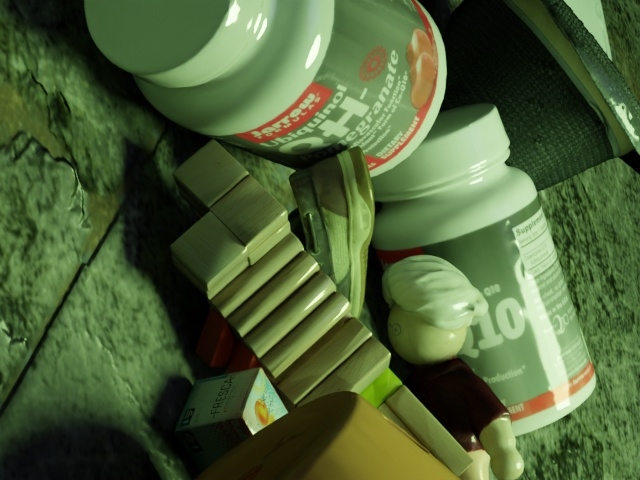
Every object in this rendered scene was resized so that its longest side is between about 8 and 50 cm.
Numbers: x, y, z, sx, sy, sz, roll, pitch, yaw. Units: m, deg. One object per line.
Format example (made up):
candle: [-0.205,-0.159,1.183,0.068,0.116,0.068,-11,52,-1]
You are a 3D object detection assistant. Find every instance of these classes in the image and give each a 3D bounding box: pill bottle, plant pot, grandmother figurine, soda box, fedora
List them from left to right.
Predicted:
pill bottle: [-0.042,-0.157,1.522,0.318,0.176,0.176,18,62,-60]
soda box: [-0.038,0.185,1.494,0.183,0.063,0.058,62,29,-29]
plant pot: [0.001,0.241,1.341,0.203,0.291,0.291,53,30,-7]
grandmother figurine: [0.112,0.181,1.691,0.104,0.208,0.342,-7,86,-33]
pill bottle: [0.140,0.029,1.817,0.161,0.161,0.283,-41,114,-61]
fedora: [0.191,-0.149,1.944,0.334,0.152,0.334,54,0,-1]

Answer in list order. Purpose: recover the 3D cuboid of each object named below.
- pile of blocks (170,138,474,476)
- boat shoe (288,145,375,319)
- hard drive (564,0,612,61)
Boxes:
pile of blocks: [-0.028,0.093,1.540,0.112,0.149,0.362,-41,110,-14]
boat shoe: [0.000,0.001,1.605,0.223,0.073,0.080,96,-13,-58]
hard drive: [0.286,-0.229,2.376,0.307,0.040,0.203,6,72,-62]
